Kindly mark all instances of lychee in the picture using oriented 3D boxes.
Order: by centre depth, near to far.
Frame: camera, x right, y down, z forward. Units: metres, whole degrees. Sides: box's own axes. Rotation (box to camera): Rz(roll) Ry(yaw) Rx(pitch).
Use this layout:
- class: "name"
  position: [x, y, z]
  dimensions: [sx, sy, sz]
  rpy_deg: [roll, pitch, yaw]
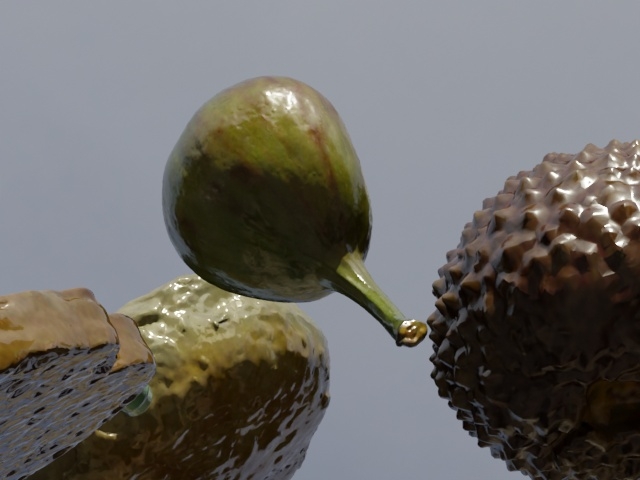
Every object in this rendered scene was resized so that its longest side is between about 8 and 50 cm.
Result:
- class: "lychee"
  position: [0.208, 0.046, 1.350]
  dimensions: [0.267, 0.267, 0.267]
  rpy_deg: [5, -66, 12]

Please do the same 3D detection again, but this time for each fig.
- class: "fig"
  position: [0.000, 0.000, 1.182]
  dimensions: [0.245, 0.149, 0.149]
  rpy_deg: [45, -56, 37]

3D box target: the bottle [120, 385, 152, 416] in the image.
- class: "bottle"
  position: [-0.142, 0.090, 1.260]
  dimensions: [0.030, 0.030, 0.083]
  rpy_deg: [-12, -34, 18]

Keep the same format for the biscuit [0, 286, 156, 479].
- class: "biscuit"
  position: [-0.177, 0.081, 0.697]
  dimensions: [0.208, 0.290, 0.041]
  rpy_deg: [-39, -104, 27]

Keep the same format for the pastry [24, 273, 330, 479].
- class: "pastry"
  position: [-0.133, 0.162, 1.500]
  dimensions: [0.136, 0.330, 0.329]
  rpy_deg: [48, -61, 23]
